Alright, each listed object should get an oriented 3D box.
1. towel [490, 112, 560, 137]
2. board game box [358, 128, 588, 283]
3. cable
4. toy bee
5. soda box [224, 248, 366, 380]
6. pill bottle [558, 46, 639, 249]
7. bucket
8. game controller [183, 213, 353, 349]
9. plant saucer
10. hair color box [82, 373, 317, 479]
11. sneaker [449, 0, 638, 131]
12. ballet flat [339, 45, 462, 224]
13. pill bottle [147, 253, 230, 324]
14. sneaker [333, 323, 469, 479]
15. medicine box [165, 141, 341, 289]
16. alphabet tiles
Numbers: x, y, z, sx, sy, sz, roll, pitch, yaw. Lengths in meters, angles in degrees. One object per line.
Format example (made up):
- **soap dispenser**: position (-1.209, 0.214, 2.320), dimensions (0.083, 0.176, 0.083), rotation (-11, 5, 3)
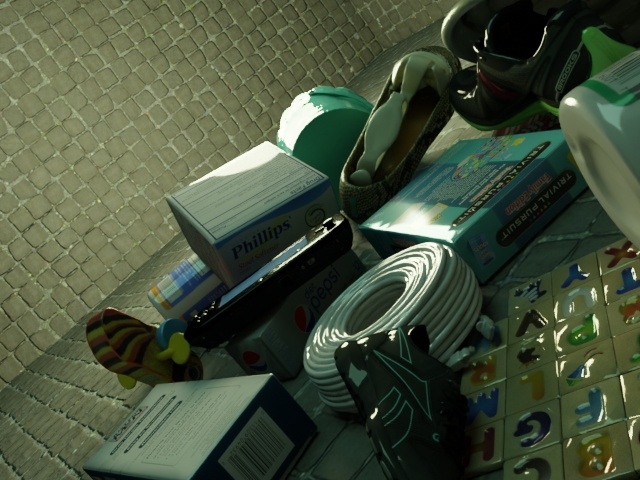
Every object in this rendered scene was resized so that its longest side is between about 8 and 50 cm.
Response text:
- **towel**: position (0.404, -0.238, 1.331), dimensions (0.197, 0.029, 0.144), rotation (-26, 18, 37)
- **board game box**: position (0.234, -0.061, 1.102), dimensions (0.253, 0.079, 0.336), rotation (-41, 16, -11)
- **cable**: position (0.087, 0.109, 0.903), dimensions (0.257, 0.089, 0.257), rotation (-37, 14, 16)
- **toy bee**: position (-0.264, 0.221, 1.236), dimensions (0.195, 0.298, 0.162), rotation (-48, 42, 50)
- **soda box**: position (-0.036, 0.110, 1.189), dimensions (0.098, 0.091, 0.286), rotation (-24, 21, 43)
- **pill bottle**: position (0.431, -0.144, 0.649), dimensions (0.361, 0.204, 0.204), rotation (-31, 16, 10)
- **bucket**: position (0.041, -0.211, 1.631), dimensions (0.281, 0.281, 0.183), rotation (-36, 24, 7)
- **game controller**: position (-0.085, 0.060, 1.144), dimensions (0.319, 0.067, 0.166), rotation (-35, 16, 1)
- **plant saucer**: position (0.419, -0.428, 1.265), dimensions (0.400, 0.101, 0.400), rotation (-1, -7, 0)
- **hair color box**: position (-0.177, 0.288, 0.966), dimensions (0.347, 0.105, 0.174), rotation (-18, 25, 51)
- **sneaker**: position (0.355, -0.315, 1.217), dimensions (0.185, 0.202, 0.483), rotation (-41, 13, -9)
- **ballet flat**: position (0.173, -0.258, 1.436), dimensions (0.483, 0.164, 0.182), rotation (-62, -21, -20)
- **pill bottle**: position (-0.243, 0.092, 1.599), dimensions (0.272, 0.152, 0.152), rotation (-40, 15, -10)
- **sneaker**: position (0.093, 0.167, 0.661), dimensions (0.106, 0.101, 0.267), rotation (-25, 35, -1)
- **medicine box**: position (-0.136, -0.052, 1.453), dimensions (0.263, 0.149, 0.289), rotation (-31, 34, -16)
- **alphabet tiles**: position (0.259, 0.108, 0.685), dimensions (0.285, 0.011, 0.342), rotation (-29, 17, 28)
